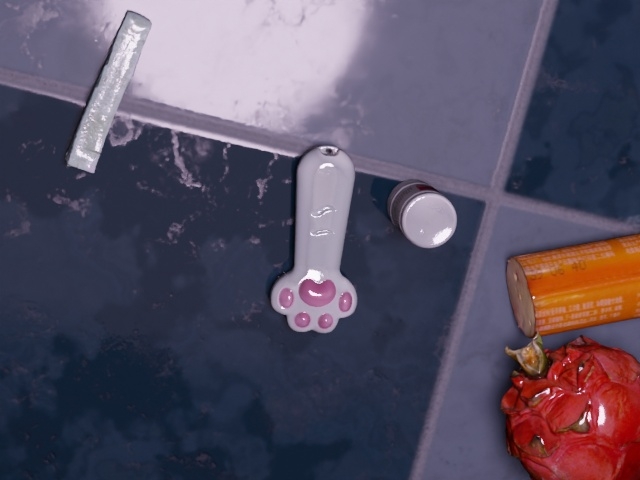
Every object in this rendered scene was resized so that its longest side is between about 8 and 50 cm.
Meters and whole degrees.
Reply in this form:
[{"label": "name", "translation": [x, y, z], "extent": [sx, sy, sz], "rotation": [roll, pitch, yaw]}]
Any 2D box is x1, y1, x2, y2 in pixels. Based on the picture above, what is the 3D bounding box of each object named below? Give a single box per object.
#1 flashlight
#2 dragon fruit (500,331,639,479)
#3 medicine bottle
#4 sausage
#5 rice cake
[{"label": "flashlight", "translation": [0.000, 0.000, 1.503], "extent": [0.093, 0.047, 0.200], "rotation": [4, 102, -9]}, {"label": "dragon fruit", "translation": [0.282, 0.189, 1.518], "extent": [0.172, 0.172, 0.209], "rotation": [-40, 130, 1]}, {"label": "medicine bottle", "translation": [0.104, -0.029, 1.489], "extent": [0.058, 0.091, 0.058], "rotation": [-2, 102, -8]}, {"label": "sausage", "translation": [0.363, 0.035, 1.542], "extent": [0.312, 0.093, 0.093], "rotation": [-10, 103, -7]}, {"label": "rice cake", "translation": [-0.215, -0.149, 1.449], "extent": [0.033, 0.029, 0.171], "rotation": [22, 97, -16]}]
